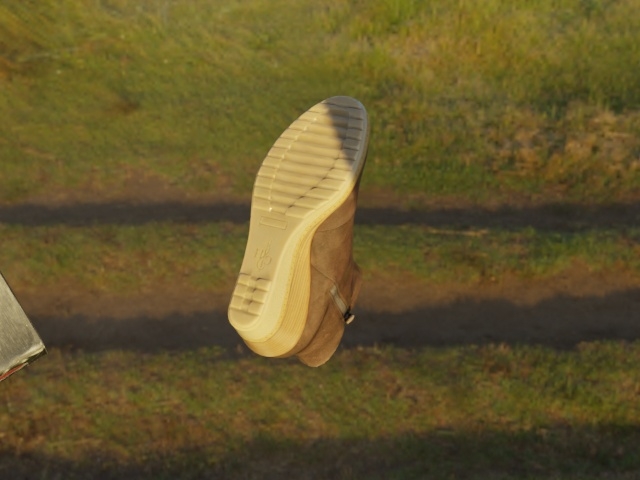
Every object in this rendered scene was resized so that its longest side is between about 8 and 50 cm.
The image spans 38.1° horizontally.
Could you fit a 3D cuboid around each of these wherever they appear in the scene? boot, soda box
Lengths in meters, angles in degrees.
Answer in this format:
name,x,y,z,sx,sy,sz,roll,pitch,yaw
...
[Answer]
name,x,y,z,sx,sy,sz,roll,pitch,yaw
boot,0.000,0.000,0.908,0.090,0.248,0.207,22,-6,23
soda box,-0.254,0.019,0.626,0.060,0.169,0.053,-32,-3,-21
